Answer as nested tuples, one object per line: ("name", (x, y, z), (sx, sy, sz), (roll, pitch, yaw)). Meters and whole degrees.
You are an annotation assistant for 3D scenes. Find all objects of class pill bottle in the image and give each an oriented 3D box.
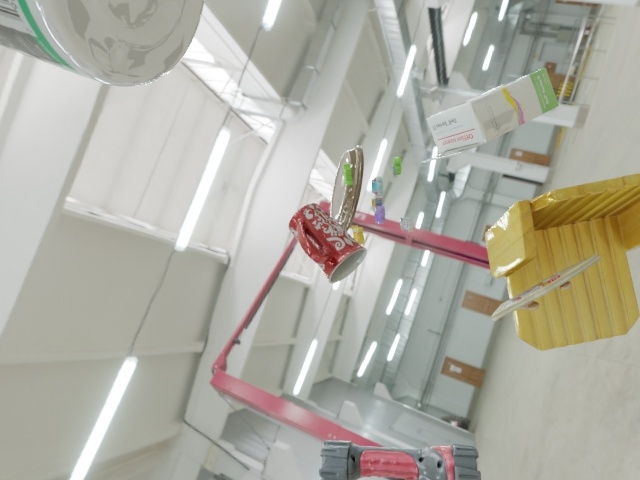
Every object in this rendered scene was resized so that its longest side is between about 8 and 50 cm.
("pill bottle", (-0.318, -0.303, 0.470), (0.204, 0.360, 0.204), (-54, -22, -34))

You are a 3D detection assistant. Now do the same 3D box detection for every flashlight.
("flashlight", (0.151, 0.446, 0.895), (0.103, 0.303, 0.103), (-81, -15, -45))

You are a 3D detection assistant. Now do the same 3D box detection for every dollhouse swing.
("dollhouse swing", (0.600, 0.065, 1.023), (0.315, 0.346, 0.305), (82, 178, -73))

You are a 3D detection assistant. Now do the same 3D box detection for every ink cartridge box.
("ink cartridge box", (0.452, -0.347, 1.291), (0.353, 0.207, 0.119), (-27, -79, -18))

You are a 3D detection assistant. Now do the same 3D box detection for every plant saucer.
("plant saucer", (0.076, -0.157, 1.416), (0.278, 0.041, 0.278), (-170, 90, -81))

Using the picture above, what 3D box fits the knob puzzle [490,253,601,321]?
("knob puzzle", (0.405, 0.088, 0.812), (0.213, 0.030, 0.213), (-28, -15, -8))

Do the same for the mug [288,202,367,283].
("mug", (0.008, -0.006, 1.046), (0.113, 0.169, 0.150), (-40, -23, -4))

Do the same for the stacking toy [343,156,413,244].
("stacking toy", (0.158, -0.110, 1.251), (0.052, 0.166, 0.221), (-157, 56, -72))
